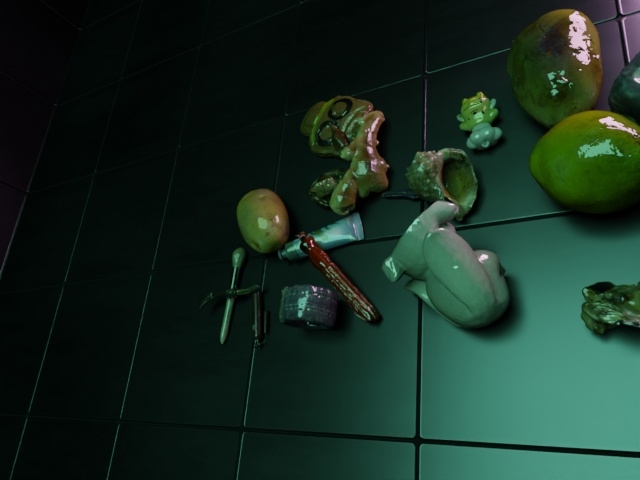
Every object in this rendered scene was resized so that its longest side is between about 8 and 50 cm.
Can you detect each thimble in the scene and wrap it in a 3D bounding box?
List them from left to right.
[{"bbox_3d":[-0.029,0.173,1.404,0.150,0.150,0.097,-4,70,33],"label":"thimble"}]

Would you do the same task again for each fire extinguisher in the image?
[{"bbox_3d":[-0.171,0.227,1.553,0.049,0.035,0.173,0,62,-8],"label":"fire extinguisher"}]

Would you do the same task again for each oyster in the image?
[{"bbox_3d":[0.649,0.123,0.984,0.337,0.133,0.197,-13,64,31],"label":"oyster"}]

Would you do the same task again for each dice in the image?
[{"bbox_3d":[0.718,-0.291,1.099,0.182,0.181,0.183,-46,49,8],"label":"dice"}]

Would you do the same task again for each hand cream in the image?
[{"bbox_3d":[0.000,0.000,1.536,0.256,0.055,0.088,-20,58,17],"label":"hand cream"}]

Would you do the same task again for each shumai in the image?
[{"bbox_3d":[0.032,-0.164,1.566,0.139,0.105,0.123,-1,62,6],"label":"shumai"}]

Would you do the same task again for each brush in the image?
[{"bbox_3d":[-0.269,0.163,1.647,0.042,0.039,0.299,2,73,23],"label":"brush"}]

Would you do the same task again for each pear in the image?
[{"bbox_3d":[0.565,-0.159,1.124,0.269,0.212,0.212,13,76,51],"label":"pear"}]

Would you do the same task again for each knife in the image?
[{"bbox_3d":[-0.268,0.156,1.616,0.222,0.021,0.045,-19,65,21],"label":"knife"},{"bbox_3d":[0.218,-0.122,1.462,0.121,0.018,0.031,1,67,36],"label":"knife"}]

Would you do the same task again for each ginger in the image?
[{"bbox_3d":[0.122,-0.221,1.513,0.148,0.081,0.333,7,74,11],"label":"ginger"}]

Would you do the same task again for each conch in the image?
[{"bbox_3d":[0.305,-0.148,1.344,0.155,0.130,0.207,-44,65,25],"label":"conch"}]

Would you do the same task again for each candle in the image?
[{"bbox_3d":[0.038,0.095,1.427,0.051,0.048,0.329,-31,60,-20],"label":"candle"}]

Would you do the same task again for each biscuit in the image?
[{"bbox_3d":[0.051,-0.348,1.666,0.290,0.041,0.208,23,83,39],"label":"biscuit"}]

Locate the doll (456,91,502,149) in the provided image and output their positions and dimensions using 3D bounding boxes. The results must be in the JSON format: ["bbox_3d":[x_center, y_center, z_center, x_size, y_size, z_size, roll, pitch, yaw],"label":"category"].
[{"bbox_3d":[0.406,-0.301,1.391,0.106,0.062,0.162,-23,58,29],"label":"doll"}]

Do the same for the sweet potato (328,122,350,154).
[{"bbox_3d":[0.051,-0.301,1.594,0.049,0.049,0.117,-34,66,16],"label":"sweet potato"}]

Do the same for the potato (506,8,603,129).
[{"bbox_3d":[0.546,-0.396,1.271,0.210,0.173,0.307,-14,59,26],"label":"potato"}]

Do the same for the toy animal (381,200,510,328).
[{"bbox_3d":[0.289,0.082,1.208,0.206,0.271,0.265,-38,72,-21],"label":"toy animal"}]

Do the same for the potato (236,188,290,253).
[{"bbox_3d":[-0.172,-0.067,1.630,0.150,0.146,0.233,-23,51,-13],"label":"potato"}]
